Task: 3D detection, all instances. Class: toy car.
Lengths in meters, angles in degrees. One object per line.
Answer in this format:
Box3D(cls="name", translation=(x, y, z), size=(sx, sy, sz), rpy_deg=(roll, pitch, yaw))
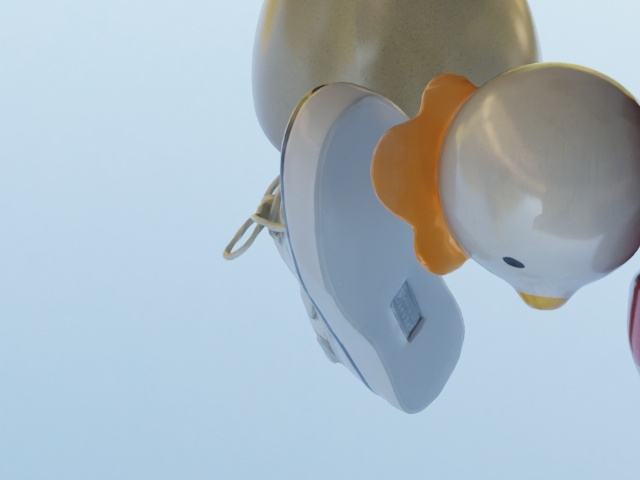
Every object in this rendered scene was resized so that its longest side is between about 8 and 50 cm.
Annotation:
Box3D(cls="toy car", translation=(0.143, -0.007, 0.756), size=(0.237, 0.210, 0.219), rpy_deg=(3, -178, 4))

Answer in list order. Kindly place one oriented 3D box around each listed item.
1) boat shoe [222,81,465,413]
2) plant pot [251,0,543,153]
Box3D(cls="boat shoe", translation=(0.005, -0.006, 1.181), size=(0.156, 0.367, 0.136), rpy_deg=(26, -111, 30))
Box3D(cls="plant pot", translation=(0.065, -0.214, 1.414), size=(0.284, 0.191, 0.284), rpy_deg=(-4, -131, 5))
